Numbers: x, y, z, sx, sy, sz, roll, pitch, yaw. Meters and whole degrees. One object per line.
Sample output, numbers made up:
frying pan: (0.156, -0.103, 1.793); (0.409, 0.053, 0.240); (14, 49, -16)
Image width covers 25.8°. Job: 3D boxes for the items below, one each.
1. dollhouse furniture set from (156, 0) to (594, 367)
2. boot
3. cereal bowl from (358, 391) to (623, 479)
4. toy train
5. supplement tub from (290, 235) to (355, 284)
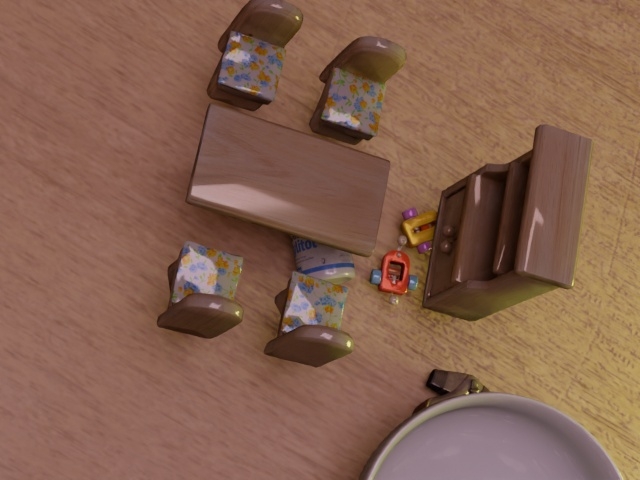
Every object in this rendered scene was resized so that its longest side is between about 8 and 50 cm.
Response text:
dollhouse furniture set: (0.060, -0.052, 1.549); (0.394, 0.256, 0.362); (17, 71, -16)
boot: (0.159, 0.215, 1.702); (0.087, 0.042, 0.118); (28, 75, -11)
cereal bowl: (0.186, 0.348, 1.624); (0.339, 0.141, 0.339); (3, 76, -13)
toy train: (0.142, 0.026, 1.739); (0.166, 0.046, 0.125); (6, 77, -10)
supplement tub: (0.000, 0.000, 1.694); (0.071, 0.071, 0.107); (-9, 79, -16)
